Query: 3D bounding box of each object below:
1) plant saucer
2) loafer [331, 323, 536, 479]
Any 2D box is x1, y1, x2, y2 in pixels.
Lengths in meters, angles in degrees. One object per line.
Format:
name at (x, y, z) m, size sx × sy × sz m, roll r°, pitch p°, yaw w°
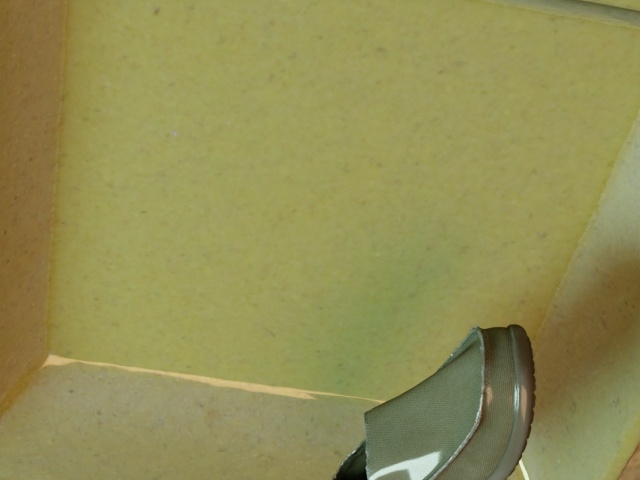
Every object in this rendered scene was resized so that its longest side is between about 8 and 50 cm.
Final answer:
plant saucer at (0.000, 0.000, 0.519) m, size 0.332 × 0.081 × 0.333 m, roll 9°, pitch 131°, yaw -7°
loafer at (0.045, 0.089, 0.505) m, size 0.050 × 0.056 × 0.148 m, roll 14°, pitch 131°, yaw -15°
